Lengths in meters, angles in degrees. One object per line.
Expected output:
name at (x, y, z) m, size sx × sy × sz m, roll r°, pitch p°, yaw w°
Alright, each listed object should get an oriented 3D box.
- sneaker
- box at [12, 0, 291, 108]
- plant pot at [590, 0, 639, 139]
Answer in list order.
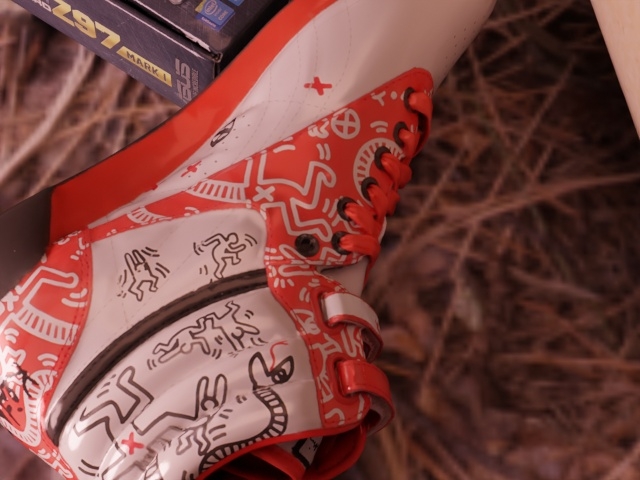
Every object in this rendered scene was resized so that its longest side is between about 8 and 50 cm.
sneaker at (-0.001, 0.001, 0.677) m, size 0.270 × 0.090 × 0.145 m, roll -37°, pitch 70°, yaw -16°
box at (-0.050, -0.184, 0.789) m, size 0.183 × 0.059 × 0.233 m, roll 33°, pitch 65°, yaw 15°
plant pot at (0.204, -0.173, 0.658) m, size 0.333 × 0.334 × 0.306 m, roll -9°, pitch 81°, yaw -7°
